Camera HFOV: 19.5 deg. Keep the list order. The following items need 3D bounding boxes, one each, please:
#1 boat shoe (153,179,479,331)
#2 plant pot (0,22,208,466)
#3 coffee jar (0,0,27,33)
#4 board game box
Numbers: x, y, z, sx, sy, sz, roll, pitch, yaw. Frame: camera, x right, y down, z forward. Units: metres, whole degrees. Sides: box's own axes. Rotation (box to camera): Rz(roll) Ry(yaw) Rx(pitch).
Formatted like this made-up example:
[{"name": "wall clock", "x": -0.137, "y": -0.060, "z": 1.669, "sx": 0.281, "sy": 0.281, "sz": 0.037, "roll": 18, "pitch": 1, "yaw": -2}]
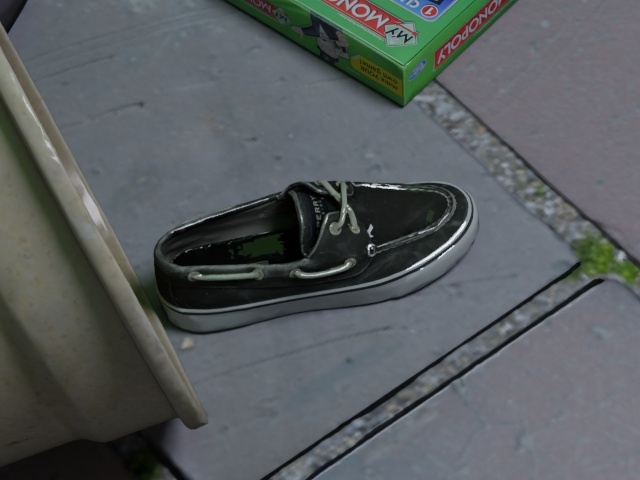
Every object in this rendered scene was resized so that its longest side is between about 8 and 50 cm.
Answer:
[{"name": "boat shoe", "x": 0.000, "y": 0.000, "z": 1.204, "sx": 0.219, "sy": 0.070, "sz": 0.078, "roll": -17, "pitch": 54, "yaw": -10}, {"name": "plant pot", "x": -0.275, "y": 0.029, "z": 1.067, "sx": 0.305, "sy": 0.334, "sz": 0.334, "roll": -28, "pitch": 56, "yaw": -5}, {"name": "coffee jar", "x": -0.306, "y": -0.192, "z": 1.359, "sx": 0.184, "sy": 0.079, "sz": 0.096, "roll": 15, "pitch": 55, "yaw": 13}, {"name": "board game box", "x": 0.006, "y": -0.250, "z": 1.408, "sx": 0.317, "sy": 0.046, "sz": 0.213, "roll": 34, "pitch": 62, "yaw": 24}]
